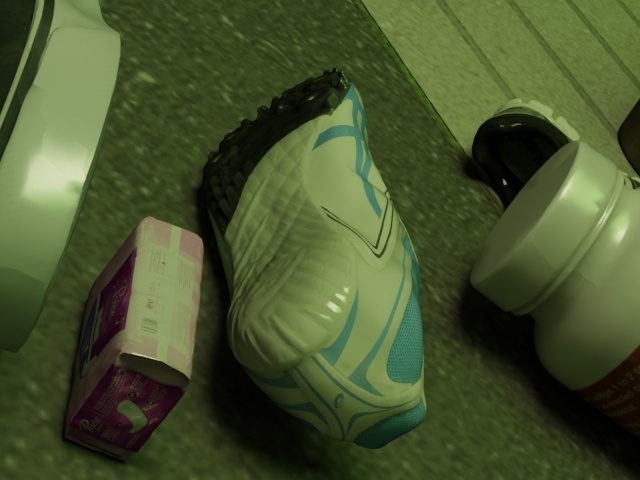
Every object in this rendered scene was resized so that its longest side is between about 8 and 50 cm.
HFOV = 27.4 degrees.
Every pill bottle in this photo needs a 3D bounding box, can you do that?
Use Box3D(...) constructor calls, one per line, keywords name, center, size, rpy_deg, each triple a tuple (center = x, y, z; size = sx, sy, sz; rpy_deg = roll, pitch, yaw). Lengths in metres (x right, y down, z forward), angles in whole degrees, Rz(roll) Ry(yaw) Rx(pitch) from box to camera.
Box3D(name="pill bottle", center=(0.189, 0.047, 0.665), size=(0.216, 0.121, 0.121), rpy_deg=(35, 30, -5))

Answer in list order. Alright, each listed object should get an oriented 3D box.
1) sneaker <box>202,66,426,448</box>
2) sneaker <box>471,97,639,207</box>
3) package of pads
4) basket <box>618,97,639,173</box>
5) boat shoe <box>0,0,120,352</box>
Box3D(name="sneaker", center=(0.000, 0.000, 0.586), size=(0.086, 0.085, 0.237), rpy_deg=(53, 17, -30))
Box3D(name="sneaker", center=(0.155, -0.022, 0.783), size=(0.170, 0.063, 0.075), rpy_deg=(44, 30, 19))
Box3D(name="package of pads", center=(-0.067, 0.034, 0.483), size=(0.032, 0.050, 0.083), rpy_deg=(26, 32, -19))
Box3D(name="basket", center=(0.337, -0.121, 0.946), size=(0.154, 0.227, 0.204), rpy_deg=(16, 36, -32))
Box3D(name="boat shoe", center=(-0.141, -0.075, 0.496), size=(0.105, 0.113, 0.306), rpy_deg=(16, 33, -21))
